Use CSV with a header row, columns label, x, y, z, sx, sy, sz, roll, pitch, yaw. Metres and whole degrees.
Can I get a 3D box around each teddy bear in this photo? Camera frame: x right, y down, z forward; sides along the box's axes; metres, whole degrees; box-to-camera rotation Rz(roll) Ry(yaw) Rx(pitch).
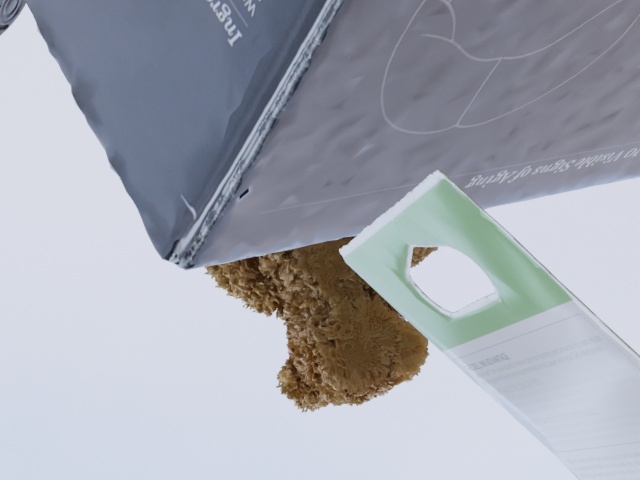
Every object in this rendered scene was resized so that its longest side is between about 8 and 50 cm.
label,x,y,z,sx,sy,sz,roll,pitch,yaw
teddy bear,0.000,0.000,1.653,0.245,0.113,0.338,-36,-99,-5

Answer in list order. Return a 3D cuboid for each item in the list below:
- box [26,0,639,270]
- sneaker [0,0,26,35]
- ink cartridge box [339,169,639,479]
label,x,y,z,sx,sy,sz,roll,pitch,yaw
box,0.132,-0.263,0.940,0.479,0.472,0.297,-11,-122,-36
sneaker,-0.372,-0.225,1.588,0.130,0.087,0.227,40,-89,13
ink cartridge box,0.121,0.057,0.586,0.056,0.171,0.235,-44,-90,-14
